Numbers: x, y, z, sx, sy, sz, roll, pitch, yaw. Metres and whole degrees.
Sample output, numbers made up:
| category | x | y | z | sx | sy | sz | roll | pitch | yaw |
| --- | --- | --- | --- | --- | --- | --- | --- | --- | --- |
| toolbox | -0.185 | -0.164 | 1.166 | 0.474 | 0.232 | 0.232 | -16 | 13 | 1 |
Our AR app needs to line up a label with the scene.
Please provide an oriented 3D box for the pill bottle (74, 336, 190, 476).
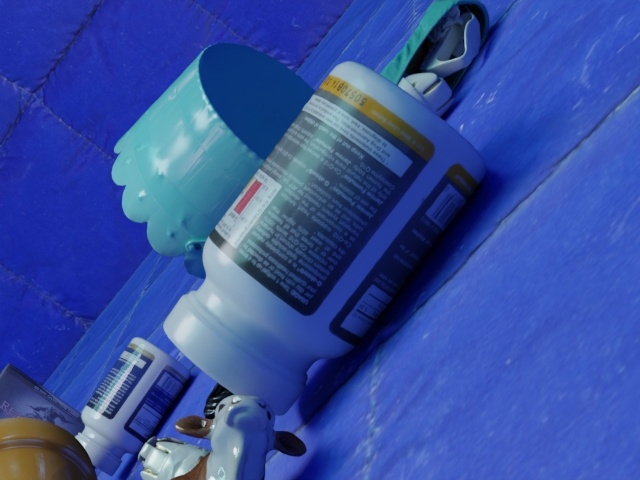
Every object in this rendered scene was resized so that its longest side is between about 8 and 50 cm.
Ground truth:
| category | x | y | z | sx | sy | sz | roll | pitch | yaw |
| --- | --- | --- | --- | --- | --- | --- | --- | --- | --- |
| pill bottle | -0.254 | 0.220 | 1.487 | 0.169 | 0.094 | 0.094 | -56 | 12 | -15 |

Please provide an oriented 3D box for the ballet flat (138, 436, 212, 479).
| category | x | y | z | sx | sy | sz | roll | pitch | yaw |
| --- | --- | --- | --- | --- | --- | --- | --- | --- | --- |
| ballet flat | -0.132 | 0.217 | 1.051 | 0.077 | 0.079 | 0.221 | -56 | 12 | -15 |

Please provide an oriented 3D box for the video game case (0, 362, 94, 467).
| category | x | y | z | sx | sy | sz | roll | pitch | yaw |
| --- | --- | --- | --- | --- | --- | --- | --- | --- | --- |
| video game case | -0.430 | 0.319 | 1.636 | 0.026 | 0.196 | 0.274 | -45 | 14 | 29 |

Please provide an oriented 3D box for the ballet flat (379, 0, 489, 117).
| category | x | y | z | sx | sy | sz | roll | pitch | yaw |
| --- | --- | --- | --- | --- | --- | --- | --- | --- | --- |
| ballet flat | 0.119 | -0.182 | 1.247 | 0.087 | 0.083 | 0.247 | -11 | 44 | 53 |

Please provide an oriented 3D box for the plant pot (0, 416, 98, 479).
| category | x | y | z | sx | sy | sz | roll | pitch | yaw |
| --- | --- | --- | --- | --- | --- | --- | --- | --- | --- |
| plant pot | -0.348 | 0.338 | 1.317 | 0.205 | 0.205 | 0.188 | -53 | 27 | 0 |

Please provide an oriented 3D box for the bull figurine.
| category | x | y | z | sx | sy | sz | roll | pitch | yaw |
| --- | --- | --- | --- | --- | --- | --- | --- | --- | --- |
| bull figurine | -0.125 | 0.253 | 0.856 | 0.310 | 0.101 | 0.188 | -48 | 14 | 22 |

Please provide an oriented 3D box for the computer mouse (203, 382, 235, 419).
| category | x | y | z | sx | sy | sz | roll | pitch | yaw |
| --- | --- | --- | --- | --- | --- | --- | --- | --- | --- |
| computer mouse | -0.037 | 0.058 | 1.197 | 0.188 | 0.072 | 0.272 | -86 | 22 | -66 |

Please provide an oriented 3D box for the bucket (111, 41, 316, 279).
| category | x | y | z | sx | sy | sz | roll | pitch | yaw |
| --- | --- | --- | --- | --- | --- | --- | --- | --- | --- |
| bucket | -0.102 | -0.099 | 1.415 | 0.183 | 0.281 | 0.281 | -45 | 14 | 31 |

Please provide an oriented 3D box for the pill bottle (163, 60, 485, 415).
| category | x | y | z | sx | sy | sz | roll | pitch | yaw |
| --- | --- | --- | --- | --- | --- | --- | --- | --- | --- |
| pill bottle | 0.000 | 0.000 | 0.963 | 0.278 | 0.162 | 0.162 | -52 | 11 | 2 |
